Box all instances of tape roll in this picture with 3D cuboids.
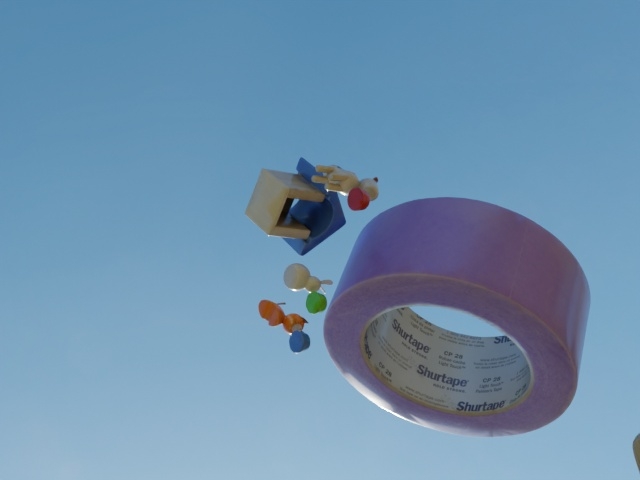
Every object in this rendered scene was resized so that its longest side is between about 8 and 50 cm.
[{"bbox_3d":[0.103,0.062,0.674,0.189,0.080,0.189,14,-41,13],"label":"tape roll"}]

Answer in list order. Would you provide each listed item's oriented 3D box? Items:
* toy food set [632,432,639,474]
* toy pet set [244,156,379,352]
[{"bbox_3d":[0.210,0.120,0.364,0.220,0.306,0.092,-23,-93,31],"label":"toy food set"},{"bbox_3d":[0.000,0.000,0.633,0.065,0.114,0.122,6,-65,-42],"label":"toy pet set"}]
